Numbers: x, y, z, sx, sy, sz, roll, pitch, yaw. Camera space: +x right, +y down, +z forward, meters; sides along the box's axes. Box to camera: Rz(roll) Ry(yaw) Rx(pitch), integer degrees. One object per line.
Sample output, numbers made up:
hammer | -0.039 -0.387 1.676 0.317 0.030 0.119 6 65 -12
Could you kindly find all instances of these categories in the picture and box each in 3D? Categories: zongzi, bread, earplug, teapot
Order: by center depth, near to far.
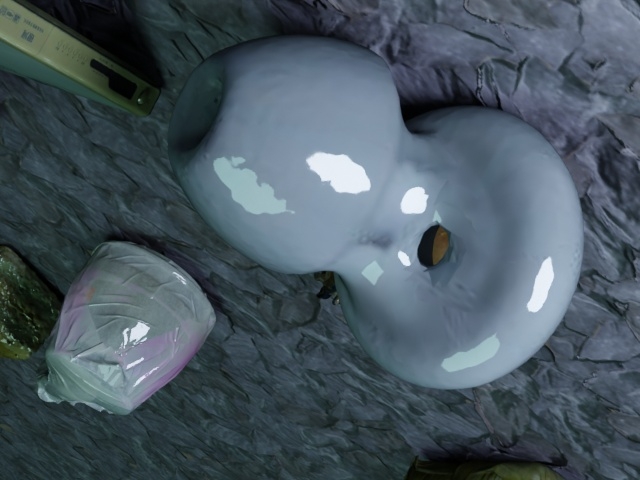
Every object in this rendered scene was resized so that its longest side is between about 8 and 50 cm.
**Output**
earplug | 0.038 -0.029 1.000 0.326 0.214 0.175 33 -165 10
zongzi | 0.152 0.370 1.466 0.125 0.274 0.251 35 154 -20
teapot | -0.249 0.102 1.553 0.222 0.178 0.163 13 147 35
bread | -0.448 0.085 1.824 0.196 0.102 0.138 1 137 48

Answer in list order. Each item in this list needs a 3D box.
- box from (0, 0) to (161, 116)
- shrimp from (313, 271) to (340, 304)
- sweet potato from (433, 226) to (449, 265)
box | -0.279 -0.181 1.148 0.211 0.045 0.270 20 178 25
shrimp | 0.000 0.000 1.249 0.152 0.046 0.219 40 162 2
sweet potato | 0.089 -0.011 1.141 0.068 0.060 0.205 26 145 31
